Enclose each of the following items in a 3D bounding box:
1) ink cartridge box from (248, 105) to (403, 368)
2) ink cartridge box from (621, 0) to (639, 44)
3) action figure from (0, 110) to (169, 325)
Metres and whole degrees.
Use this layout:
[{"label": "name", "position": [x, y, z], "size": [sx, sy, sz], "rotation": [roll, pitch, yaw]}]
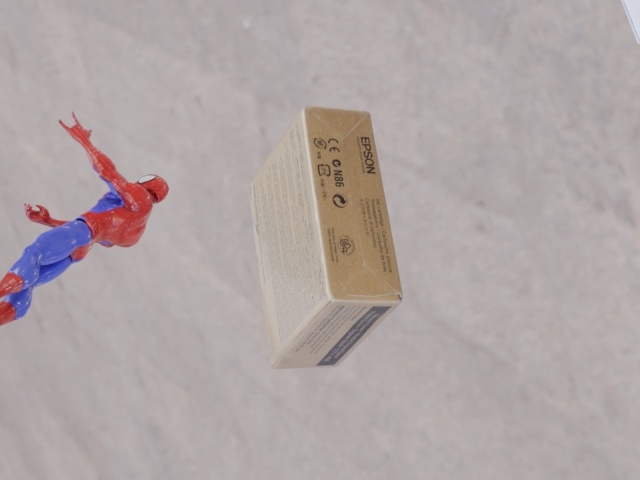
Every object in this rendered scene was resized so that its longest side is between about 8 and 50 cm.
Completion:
[{"label": "ink cartridge box", "position": [0.000, 0.000, 1.705], "size": [0.193, 0.088, 0.234], "rotation": [129, 138, -57]}, {"label": "ink cartridge box", "position": [0.294, -0.296, 1.093], "size": [0.198, 0.197, 0.270], "rotation": [-23, 84, 31]}, {"label": "action figure", "position": [-0.271, -0.019, 1.510], "size": [0.139, 0.280, 0.091], "rotation": [44, 138, 16]}]
